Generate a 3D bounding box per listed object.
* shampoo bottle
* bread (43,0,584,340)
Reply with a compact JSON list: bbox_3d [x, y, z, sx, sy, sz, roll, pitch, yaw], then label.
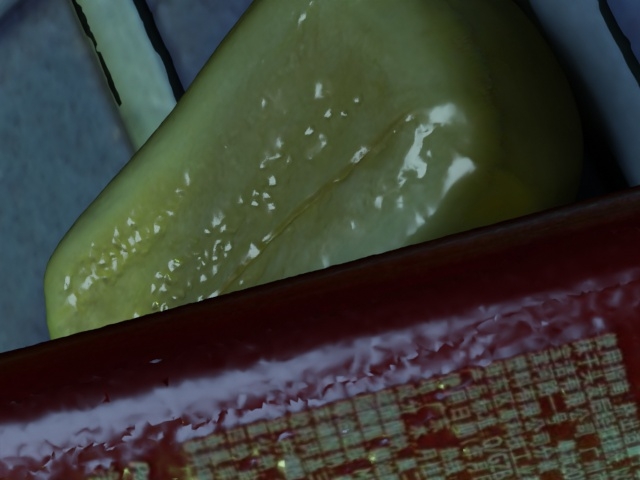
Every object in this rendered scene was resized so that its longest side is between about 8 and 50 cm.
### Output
[{"bbox_3d":[0.053,0.049,0.561,0.314,0.076,0.118,-16,118,10],"label":"shampoo bottle"},{"bbox_3d":[0.000,0.000,0.660,0.217,0.098,0.147,-45,52,27],"label":"bread"}]
